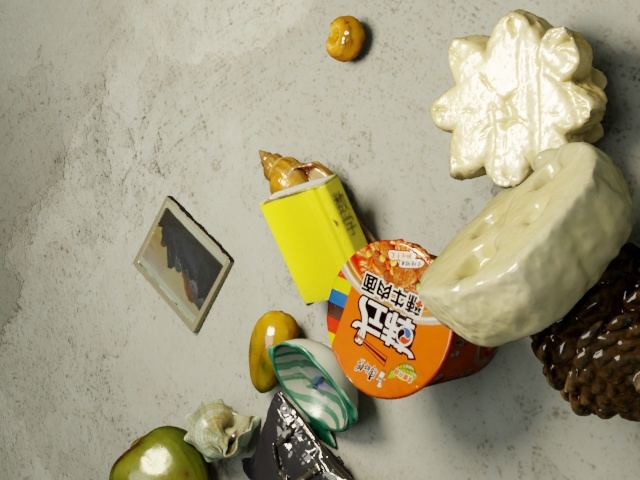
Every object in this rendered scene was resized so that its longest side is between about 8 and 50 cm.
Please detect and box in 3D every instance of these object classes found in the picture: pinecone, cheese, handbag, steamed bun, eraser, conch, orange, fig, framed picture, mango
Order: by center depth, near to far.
[{"bbox_3d":[0.275,0.007,1.318,0.115,0.318,0.326,46,127,-12],"label":"cheese"},{"bbox_3d":[0.403,0.111,1.343,0.243,0.243,0.257,-38,58,33],"label":"pinecone"},{"bbox_3d":[0.312,-0.212,1.519,0.292,0.137,0.295,46,123,30],"label":"steamed bun"},{"bbox_3d":[0.000,0.000,1.753,0.158,0.069,0.226,-14,106,41],"label":"eraser"},{"bbox_3d":[-0.041,0.432,1.800,0.254,0.088,0.211,47,127,31],"label":"handbag"},{"bbox_3d":[0.052,-0.374,1.813,0.086,0.062,0.086,-12,76,57],"label":"orange"},{"bbox_3d":[0.003,-0.075,1.821,0.330,0.093,0.109,38,94,16],"label":"conch"},{"bbox_3d":[-0.095,0.209,1.864,0.111,0.089,0.163,-88,18,-54],"label":"mango"},{"bbox_3d":[-0.187,0.386,1.922,0.234,0.137,0.114,29,127,50],"label":"conch"},{"bbox_3d":[-0.309,0.492,1.972,0.225,0.203,0.203,44,115,16],"label":"fig"},{"bbox_3d":[-0.302,0.046,2.118,0.265,0.018,0.192,42,112,36],"label":"framed picture"}]

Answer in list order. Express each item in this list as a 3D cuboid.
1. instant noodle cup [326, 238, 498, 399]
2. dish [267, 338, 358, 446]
[{"bbox_3d":[0.163,0.126,1.576,0.250,0.192,0.250,-4,83,41],"label":"instant noodle cup"},{"bbox_3d":[0.007,0.257,1.759,0.224,0.078,0.246,29,143,36],"label":"dish"}]
